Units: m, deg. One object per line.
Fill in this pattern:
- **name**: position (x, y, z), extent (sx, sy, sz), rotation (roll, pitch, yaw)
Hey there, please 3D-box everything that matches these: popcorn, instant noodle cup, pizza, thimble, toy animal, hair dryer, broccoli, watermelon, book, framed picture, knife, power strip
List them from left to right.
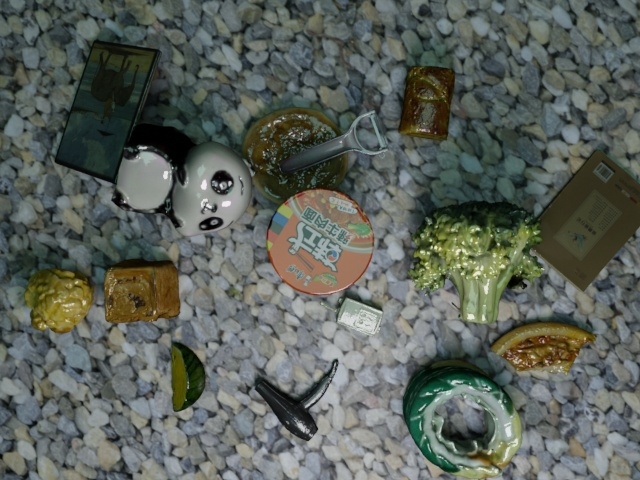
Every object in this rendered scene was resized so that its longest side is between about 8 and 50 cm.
- **popcorn**: position (-0.664, 0.148, 1.341), extent (0.180, 0.170, 0.179), rotation (4, 52, -5)
- **framed picture**: position (-0.543, -0.331, 1.338), extent (0.265, 0.016, 0.346), rotation (20, 91, 29)
- **watermelon**: position (-0.352, 0.363, 1.372), extent (0.092, 0.075, 0.181), rotation (3, 92, 5)
- **toy animal**: position (-0.320, -0.148, 1.298), extent (0.310, 0.251, 0.250), rotation (20, 91, -12)
- **hair dryer**: position (-0.037, 0.385, 1.385), extent (0.195, 0.075, 0.219), rotation (42, 81, 9)
- **instant noodle cup**: position (0.000, 0.000, 1.305), extent (0.251, 0.192, 0.250), rotation (0, 91, 1)
- **knife**: position (0.028, -0.220, 1.332), extent (0.278, 0.053, 0.123), rotation (-22, 97, -3)
- **power strip**: position (0.081, 0.190, 1.380), extent (0.175, 0.042, 0.075), rotation (20, 92, 1)
- **thimble**: position (0.349, 0.445, 1.317), extent (0.254, 0.167, 0.288), rotation (-37, 89, 2)
- **broccoli**: position (0.377, 0.049, 1.222), extent (0.294, 0.348, 0.280), rotation (6, 85, -6)
- **pizza**: position (0.574, 0.275, 1.366), extent (0.271, 0.056, 0.134), rotation (3, 82, 2)
- **book**: position (0.700, -0.051, 1.379), extent (0.217, 0.021, 0.310), rotation (41, 91, 0)

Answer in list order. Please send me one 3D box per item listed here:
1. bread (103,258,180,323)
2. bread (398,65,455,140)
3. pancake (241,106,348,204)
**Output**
- **bread**: position (-0.446, 0.127, 1.339), extent (0.149, 0.143, 0.158), rotation (4, 91, 7)
- **bread**: position (0.273, -0.347, 1.342), extent (0.132, 0.103, 0.172), rotation (8, 93, 4)
- **pancake**: position (-0.066, -0.222, 1.378), extent (0.283, 0.049, 0.282), rotation (0, 90, -2)
